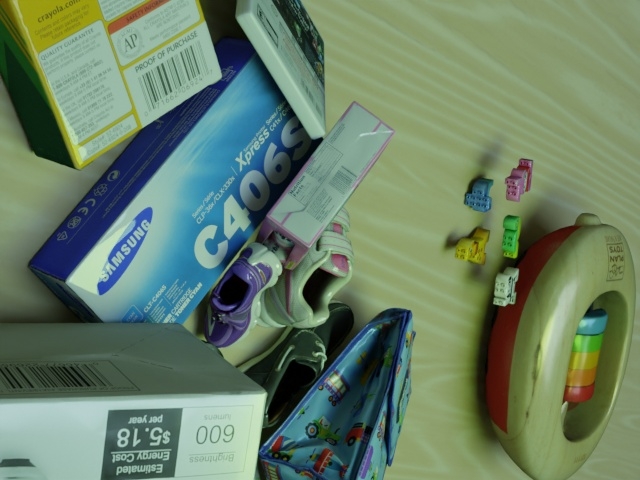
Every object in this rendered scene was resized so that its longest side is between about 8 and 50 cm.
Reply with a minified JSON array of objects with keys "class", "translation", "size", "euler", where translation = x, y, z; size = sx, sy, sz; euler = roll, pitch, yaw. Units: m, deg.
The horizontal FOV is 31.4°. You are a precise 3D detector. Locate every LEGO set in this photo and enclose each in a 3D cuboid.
[{"class":"LEGO set","translation":[0.251,-0.009,1.706],"size":[0.093,0.087,0.227],"euler":[-25,122,-58]}]

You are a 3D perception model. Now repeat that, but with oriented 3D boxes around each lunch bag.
[{"class":"lunch bag","translation":[0.052,0.236,1.535],"size":[0.293,0.138,0.221],"euler":[-60,158,-29]}]

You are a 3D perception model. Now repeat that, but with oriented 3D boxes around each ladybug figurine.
[{"class":"ladybug figurine","translation":[0.383,0.170,1.862],"size":[0.305,0.162,0.449],"euler":[-2,105,-48]}]

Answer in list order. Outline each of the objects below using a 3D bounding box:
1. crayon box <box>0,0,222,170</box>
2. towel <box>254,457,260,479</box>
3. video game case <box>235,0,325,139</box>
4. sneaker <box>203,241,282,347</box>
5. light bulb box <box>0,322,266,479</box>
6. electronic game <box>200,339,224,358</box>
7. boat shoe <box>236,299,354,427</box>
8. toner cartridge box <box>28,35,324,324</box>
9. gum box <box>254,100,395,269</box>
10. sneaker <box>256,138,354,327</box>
[{"class":"crayon box","translation":[-0.231,-0.259,1.093],"size":[0.203,0.083,0.323],"euler":[-39,130,-32]},{"class":"towel","translation":[-0.141,0.444,1.479],"size":[0.248,0.038,0.325],"euler":[-35,127,-34]},{"class":"video game case","translation":[-0.042,-0.236,1.281],"size":[0.190,0.022,0.173],"euler":[55,25,-42]},{"class":"sneaker","translation":[-0.107,0.069,1.317],"size":[0.071,0.068,0.170],"euler":[-37,161,-43]},{"class":"light bulb box","translation":[-0.273,0.277,1.065],"size":[0.357,0.225,0.361],"euler":[2,102,-29]},{"class":"electronic game","translation":[-0.179,0.222,1.318],"size":[0.229,0.048,0.229],"euler":[-48,152,-37]},{"class":"boat shoe","translation":[-0.025,0.160,1.475],"size":[0.233,0.079,0.084],"euler":[-39,128,-37]},{"class":"toner cartridge box","translation":[-0.148,-0.047,1.266],"size":[0.348,0.075,0.165],"euler":[-54,135,-20]},{"class":"gum box","translation":[0.001,-0.058,1.319],"size":[0.188,0.062,0.107],"euler":[-53,179,-20]},{"class":"sneaker","translation":[0.000,0.000,1.417],"size":[0.103,0.111,0.252],"euler":[12,94,-49]}]
